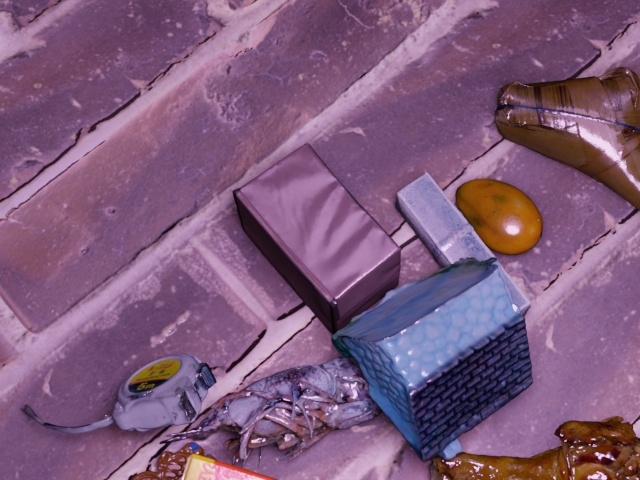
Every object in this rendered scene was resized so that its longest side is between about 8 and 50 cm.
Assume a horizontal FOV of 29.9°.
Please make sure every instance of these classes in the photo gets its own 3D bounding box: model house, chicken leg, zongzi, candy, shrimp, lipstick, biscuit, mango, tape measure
[{"bbox_3d":[0.197,0.185,1.851,0.261,0.226,0.241,-31,97,-21],"label":"model house"},{"bbox_3d":[0.352,0.348,1.807,0.361,0.211,0.140,3,42,1],"label":"chicken leg"},{"bbox_3d":[0.435,-0.137,2.033,0.260,0.123,0.289,-6,74,4],"label":"zongzi"},{"bbox_3d":[-0.077,0.406,1.821,0.276,0.146,0.088,17,75,0],"label":"candy"},{"bbox_3d":[-0.062,0.272,1.868,0.372,0.172,0.137,-24,77,-14],"label":"shrimp"},{"bbox_3d":[0.236,0.024,1.998,0.077,0.076,0.289,-33,72,-11],"label":"lipstick"},{"bbox_3d":[-0.239,0.400,1.901,0.124,0.026,0.175,36,75,13],"label":"biscuit"},{"bbox_3d":[0.303,-0.046,2.016,0.111,0.089,0.163,-20,59,-17],"label":"mango"},{"bbox_3d":[-0.322,0.261,1.932,0.330,0.164,0.084,-13,107,28],"label":"tape measure"}]

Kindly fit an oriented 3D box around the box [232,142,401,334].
[{"bbox_3d":[0.000,0.000,1.957,0.153,0.188,0.252,-37,71,-11],"label":"box"}]
